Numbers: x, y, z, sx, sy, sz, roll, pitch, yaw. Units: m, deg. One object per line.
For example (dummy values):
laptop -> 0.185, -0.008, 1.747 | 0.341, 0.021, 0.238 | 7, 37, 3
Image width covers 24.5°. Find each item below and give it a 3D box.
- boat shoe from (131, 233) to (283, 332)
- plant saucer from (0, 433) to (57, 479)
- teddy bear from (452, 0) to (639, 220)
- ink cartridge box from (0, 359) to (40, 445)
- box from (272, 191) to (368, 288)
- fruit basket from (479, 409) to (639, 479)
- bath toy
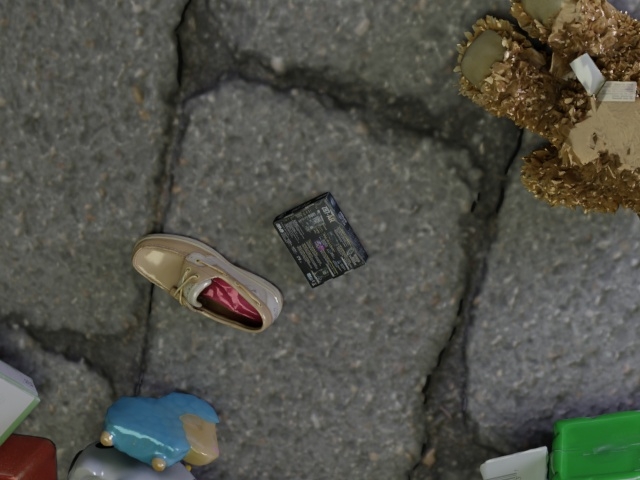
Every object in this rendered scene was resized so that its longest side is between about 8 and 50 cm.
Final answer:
boat shoe -> -0.122, 0.046, 1.532 | 0.170, 0.059, 0.063 | 22, 116, 2
plant saucer -> -0.438, 0.340, 1.739 | 0.258, 0.047, 0.259 | 6, 114, 9
teddy bear -> 0.282, -0.117, 1.361 | 0.338, 0.113, 0.245 | 26, 109, 8
ink cartridge box -> -0.445, 0.171, 1.579 | 0.171, 0.056, 0.235 | -47, 125, 7
box -> 0.000, 0.000, 1.508 | 0.067, 0.018, 0.083 | -26, 106, 21
fruit basket -> 0.364, 0.328, 1.524 | 0.327, 0.165, 0.353 | -11, 126, 17
bath toy -> -0.235, 0.324, 1.643 | 0.151, 0.129, 0.348 | 32, 115, -1
